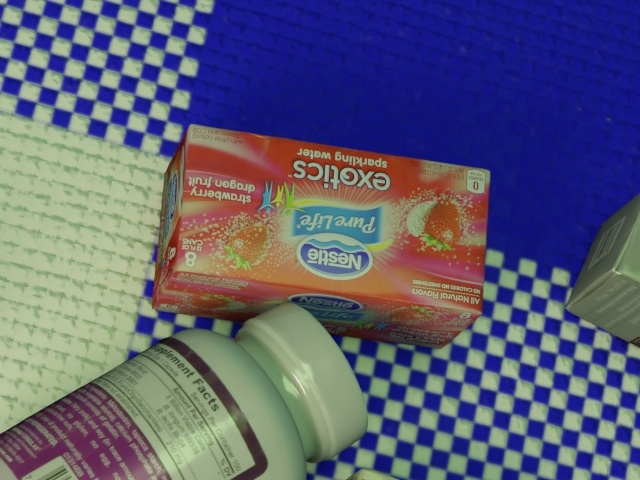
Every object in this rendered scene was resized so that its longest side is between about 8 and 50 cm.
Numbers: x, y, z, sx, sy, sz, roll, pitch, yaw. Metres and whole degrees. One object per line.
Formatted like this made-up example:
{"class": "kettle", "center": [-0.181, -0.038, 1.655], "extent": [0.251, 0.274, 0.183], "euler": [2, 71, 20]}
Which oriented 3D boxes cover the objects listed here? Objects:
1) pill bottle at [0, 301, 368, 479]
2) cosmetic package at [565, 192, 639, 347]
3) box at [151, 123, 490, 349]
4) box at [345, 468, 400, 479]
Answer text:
{"class": "pill bottle", "center": [-0.119, 0.171, 1.449], "extent": [0.301, 0.169, 0.169], "euler": [-30, 82, -22]}
{"class": "cosmetic package", "center": [0.348, 0.057, 1.632], "extent": [0.238, 0.127, 0.107], "euler": [29, 67, -2]}
{"class": "box", "center": [0.000, 0.000, 1.560], "extent": [0.257, 0.122, 0.128], "euler": [9, 71, -12]}
{"class": "box", "center": [0.030, 0.326, 1.477], "extent": [0.113, 0.094, 0.275], "euler": [20, 68, -7]}
